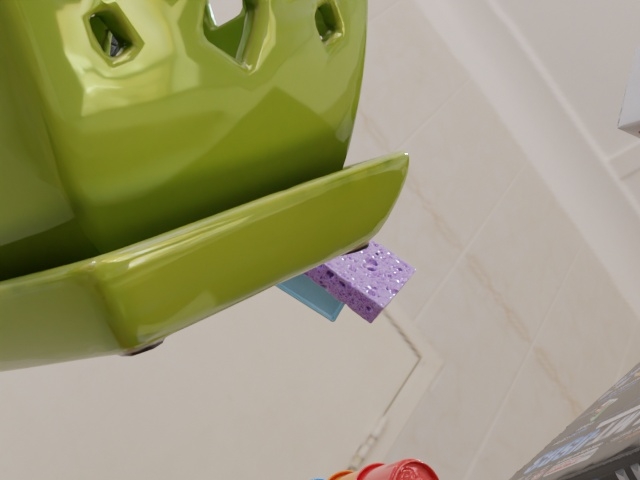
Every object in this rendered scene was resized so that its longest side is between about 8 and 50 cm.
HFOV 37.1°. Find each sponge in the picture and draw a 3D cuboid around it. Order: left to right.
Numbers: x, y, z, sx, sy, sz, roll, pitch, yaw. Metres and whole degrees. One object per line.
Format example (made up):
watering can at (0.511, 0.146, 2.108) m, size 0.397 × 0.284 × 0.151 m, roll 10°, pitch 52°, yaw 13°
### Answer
sponge at (0.000, 0.000, 1.069) m, size 0.210 × 0.117 × 0.031 m, roll 38°, pitch -60°, yaw 8°

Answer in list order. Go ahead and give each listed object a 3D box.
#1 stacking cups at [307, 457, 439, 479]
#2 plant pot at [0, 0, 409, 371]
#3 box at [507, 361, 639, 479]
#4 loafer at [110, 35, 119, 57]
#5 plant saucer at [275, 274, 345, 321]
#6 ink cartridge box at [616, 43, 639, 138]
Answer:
stacking cups at (0.011, 0.289, 1.031) m, size 0.096 × 0.096 × 0.316 m, roll 46°, pitch -38°, yaw -2°
plant pot at (-0.107, -0.063, 0.425) m, size 0.227 × 0.228 × 0.207 m, roll -13°, pitch -83°, yaw 39°
box at (0.257, 0.075, 0.557) m, size 0.073 × 0.293 × 0.295 m, roll 50°, pitch -28°, yaw 11°
loafer at (-0.315, -0.351, 1.309) m, size 0.084 × 0.096 × 0.268 m, roll 136°, pitch -54°, yaw -73°
plant saucer at (-0.043, 0.047, 1.458) m, size 0.192 × 0.018 × 0.067 m, roll 32°, pitch -92°, yaw 4°
ink cartridge box at (0.414, -0.117, 0.883) m, size 0.219 × 0.093 × 0.160 m, roll 20°, pitch -10°, yaw -16°
